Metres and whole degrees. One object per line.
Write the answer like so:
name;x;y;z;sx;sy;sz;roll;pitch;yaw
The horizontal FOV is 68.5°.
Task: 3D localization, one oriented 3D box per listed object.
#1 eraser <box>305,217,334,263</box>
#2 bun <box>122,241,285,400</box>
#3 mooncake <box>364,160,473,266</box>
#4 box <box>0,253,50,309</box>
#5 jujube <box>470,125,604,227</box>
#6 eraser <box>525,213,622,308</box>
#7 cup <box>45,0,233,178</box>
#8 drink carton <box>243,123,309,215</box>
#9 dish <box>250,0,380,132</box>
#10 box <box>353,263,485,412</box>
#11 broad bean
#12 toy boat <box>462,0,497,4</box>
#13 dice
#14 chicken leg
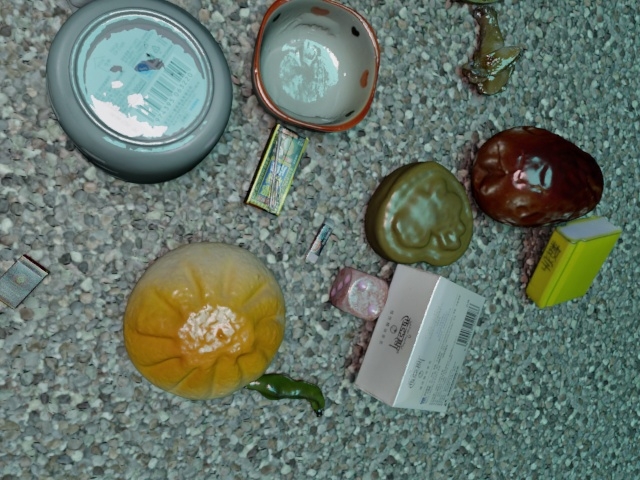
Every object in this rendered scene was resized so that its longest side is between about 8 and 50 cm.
eraser;0.000;0.000;0.986;0.027;0.019;0.099;30;85;-20
bun;-0.195;0.152;0.852;0.299;0.165;0.298;-2;97;-20
mooncake;0.218;-0.057;1.012;0.235;0.117;0.234;-2;97;-17
box;-0.514;0.070;0.803;0.051;0.023;0.082;43;80;-19
jujube;0.491;-0.135;1.064;0.318;0.223;0.223;5;93;-28
eraser;0.597;0.053;1.125;0.158;0.069;0.226;-10;131;-18
cup;-0.295;-0.263;0.722;0.259;0.274;0.356;-33;105;-15
drink carton;-0.088;-0.137;0.924;0.071;0.056;0.165;21;87;-17
dish;-0.019;-0.323;0.900;0.256;0.117;0.256;-2;96;-19
box;0.217;0.212;1.003;0.203;0.116;0.274;22;87;-43
broad bean;-0.064;0.311;0.975;0.195;0.046;0.061;30;82;-21
toy boat;0.365;-0.563;1.047;0.172;0.066;0.065;-15;103;-17
dice;0.080;0.111;0.985;0.094;0.093;0.091;21;87;-19
chicken leg;0.390;-0.429;1.063;0.125;0.080;0.196;14;89;-8
